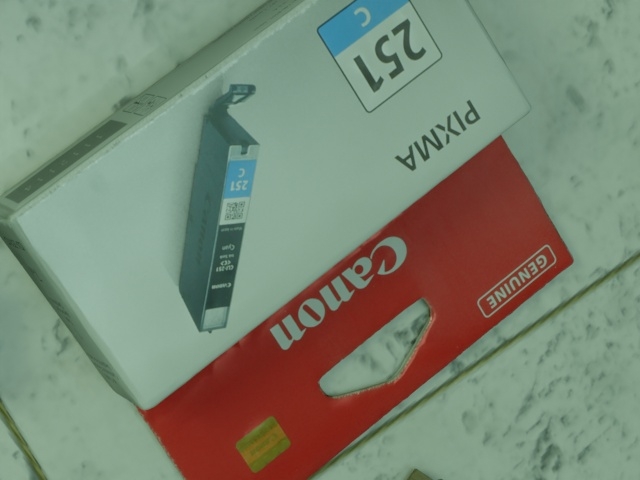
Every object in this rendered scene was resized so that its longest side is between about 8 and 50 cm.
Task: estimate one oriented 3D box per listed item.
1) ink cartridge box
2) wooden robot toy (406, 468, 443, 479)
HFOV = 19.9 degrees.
[{"bbox_3d":[0.000,0.000,1.072,0.296,0.066,0.261,-38,110,-14],"label":"ink cartridge box"},{"bbox_3d":[0.031,0.222,1.113,0.173,0.079,0.076,-40,112,-13],"label":"wooden robot toy"}]
